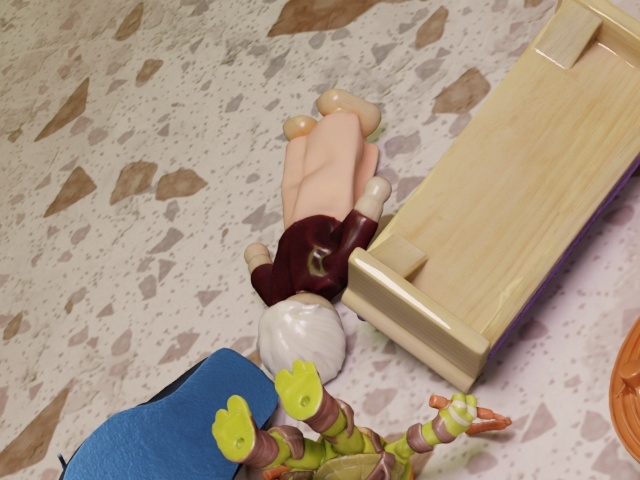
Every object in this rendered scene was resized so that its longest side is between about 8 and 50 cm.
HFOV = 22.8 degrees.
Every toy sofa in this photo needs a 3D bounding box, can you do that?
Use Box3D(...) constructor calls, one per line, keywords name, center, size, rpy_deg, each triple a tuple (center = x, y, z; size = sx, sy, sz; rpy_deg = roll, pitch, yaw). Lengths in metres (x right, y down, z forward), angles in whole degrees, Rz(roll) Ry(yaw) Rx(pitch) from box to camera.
Box3D(name="toy sofa", center=(0.184, -0.044, 1.475), size=(0.150, 0.177, 0.362), rpy_deg=(36, 74, 11))

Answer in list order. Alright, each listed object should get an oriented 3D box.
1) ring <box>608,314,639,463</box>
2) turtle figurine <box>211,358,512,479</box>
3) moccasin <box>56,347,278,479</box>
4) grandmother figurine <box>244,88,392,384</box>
Box3D(name="ring", center=(0.368, 0.060, 1.214), size=(0.337, 0.032, 0.336), rpy_deg=(-28, 26, 15))
Box3D(name="turtle figurine", center=(0.010, 0.185, 1.353), size=(0.270, 0.217, 0.087), rpy_deg=(-21, 56, 31))
Box3D(name="moccasin", center=(-0.137, 0.214, 1.431), size=(0.117, 0.138, 0.342), rpy_deg=(-51, -11, 27))
Box3D(name="grandmother figurine", center=(0.000, 0.000, 1.626), size=(0.208, 0.104, 0.342), rpy_deg=(-43, 29, 45))
